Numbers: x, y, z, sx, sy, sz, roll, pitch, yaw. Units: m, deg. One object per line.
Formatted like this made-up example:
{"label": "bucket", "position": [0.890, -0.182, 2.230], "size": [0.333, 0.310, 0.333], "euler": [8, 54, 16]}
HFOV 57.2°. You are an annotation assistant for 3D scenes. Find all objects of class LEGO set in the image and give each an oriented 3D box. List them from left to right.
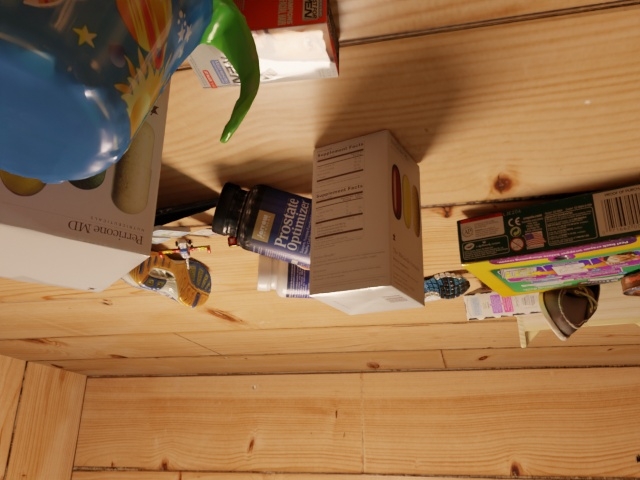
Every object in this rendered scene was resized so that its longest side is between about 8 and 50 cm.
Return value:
{"label": "LEGO set", "position": [-0.290, 0.016, 1.235], "size": [0.182, 0.060, 0.244], "euler": [-14, 169, 38]}

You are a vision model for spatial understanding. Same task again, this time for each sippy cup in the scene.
{"label": "sippy cup", "position": [-0.216, -0.180, 0.486], "size": [0.305, 0.224, 0.240], "euler": [1, 147, 9]}

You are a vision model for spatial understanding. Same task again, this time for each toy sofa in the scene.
{"label": "toy sofa", "position": [0.714, 0.179, 1.591], "size": [0.362, 0.177, 0.150], "euler": [-9, -179, 25]}

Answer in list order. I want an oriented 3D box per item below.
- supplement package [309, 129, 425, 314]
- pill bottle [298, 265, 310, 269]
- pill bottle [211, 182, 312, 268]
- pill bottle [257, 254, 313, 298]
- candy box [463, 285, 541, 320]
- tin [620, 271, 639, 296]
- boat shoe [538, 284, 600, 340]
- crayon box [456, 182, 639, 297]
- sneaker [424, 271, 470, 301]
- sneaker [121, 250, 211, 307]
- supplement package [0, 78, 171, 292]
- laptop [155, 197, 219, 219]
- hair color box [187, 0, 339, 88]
{"label": "supplement package", "position": [0.074, -0.023, 0.912], "size": [0.133, 0.244, 0.139], "euler": [-10, 157, 28]}
{"label": "pill bottle", "position": [0.000, 0.000, 1.197], "size": [0.086, 0.086, 0.152], "euler": [10, 156, -22]}
{"label": "pill bottle", "position": [-0.076, -0.029, 1.050], "size": [0.219, 0.123, 0.123], "euler": [16, 158, -3]}
{"label": "pill bottle", "position": [-0.052, 0.079, 1.367], "size": [0.186, 0.112, 0.112], "euler": [3, 159, -6]}
{"label": "candy box", "position": [0.489, 0.149, 1.510], "size": [0.196, 0.070, 0.164], "euler": [-12, 178, 31]}
{"label": "tin", "position": [0.698, 0.086, 1.189], "size": [0.189, 0.040, 0.106], "euler": [5, 164, -22]}
{"label": "boat shoe", "position": [0.593, 0.139, 1.375], "size": [0.096, 0.117, 0.324], "euler": [-34, 172, 30]}
{"label": "crayon box", "position": [0.501, 0.014, 1.181], "size": [0.362, 0.106, 0.313], "euler": [-12, 159, 29]}
{"label": "sneaker", "position": [0.316, 0.126, 1.559], "size": [0.190, 0.072, 0.082], "euler": [-14, 168, 40]}
{"label": "sneaker", "position": [-0.387, 0.082, 1.441], "size": [0.130, 0.112, 0.296], "euler": [10, 164, 29]}
{"label": "supplement package", "position": [-0.317, -0.097, 0.709], "size": [0.199, 0.263, 0.198], "euler": [15, 155, -33]}
{"label": "laptop", "position": [-0.468, -0.103, 1.046], "size": [0.381, 0.237, 0.407], "euler": [-14, -177, 35]}
{"label": "hair color box", "position": [-0.067, -0.224, 0.662], "size": [0.167, 0.054, 0.093], "euler": [-4, 157, 10]}
